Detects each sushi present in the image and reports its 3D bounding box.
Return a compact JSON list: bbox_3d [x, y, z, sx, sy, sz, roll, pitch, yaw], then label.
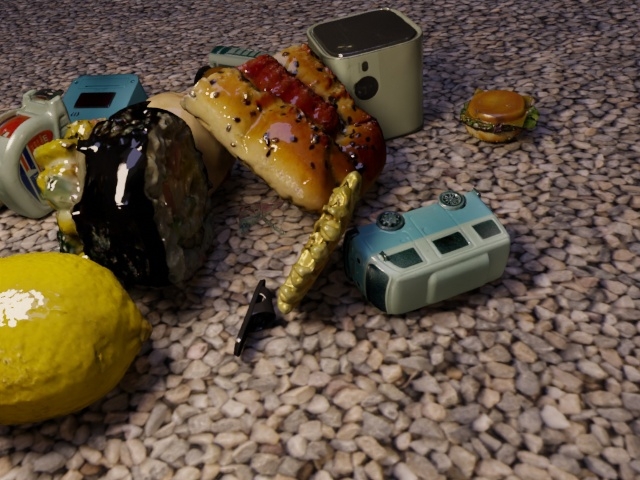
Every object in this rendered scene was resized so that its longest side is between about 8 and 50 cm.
[{"bbox_3d":[-0.374,-0.067,1.043,0.285,0.328,0.329,-3,35,6],"label":"sushi"}]

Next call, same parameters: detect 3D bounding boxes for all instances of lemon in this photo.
[{"bbox_3d":[-0.433,0.146,0.880,0.321,0.268,0.268,-15,41,-15],"label":"lemon"}]

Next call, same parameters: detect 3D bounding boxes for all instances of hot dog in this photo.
[{"bbox_3d":[-0.036,-0.224,1.185,0.365,0.196,0.367,50,46,2],"label":"hot dog"}]

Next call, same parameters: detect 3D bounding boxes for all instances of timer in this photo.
[{"bbox_3d":[-0.664,-0.386,1.691,0.231,0.091,0.250,3,54,12],"label":"timer"}]

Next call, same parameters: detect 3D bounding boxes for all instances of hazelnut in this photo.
[{"bbox_3d":[-0.318,-0.208,1.270,0.241,0.261,0.261,8,43,7],"label":"hazelnut"}]

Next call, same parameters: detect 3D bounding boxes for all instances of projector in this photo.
[{"bbox_3d":[0.117,-0.415,1.434,0.248,0.249,0.248,-17,42,-7],"label":"projector"}]

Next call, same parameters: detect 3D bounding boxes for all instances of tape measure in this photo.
[{"bbox_3d":[-0.673,-0.197,1.321,0.125,0.243,0.246,17,47,22],"label":"tape measure"}]

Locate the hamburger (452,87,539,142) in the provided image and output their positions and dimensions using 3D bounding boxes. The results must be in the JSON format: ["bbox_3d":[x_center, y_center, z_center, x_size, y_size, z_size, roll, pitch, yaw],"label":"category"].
[{"bbox_3d":[0.427,-0.297,1.361,0.189,0.093,0.164,22,51,32],"label":"hamburger"}]

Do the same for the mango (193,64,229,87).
[{"bbox_3d":[-0.221,-0.381,1.526,0.201,0.153,0.287,-25,43,-13],"label":"mango"}]

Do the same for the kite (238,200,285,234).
[{"bbox_3d":[-0.125,-0.051,1.244,0.152,0.005,0.137,26,52,32],"label":"kite"}]

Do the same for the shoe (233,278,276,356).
[{"bbox_3d":[-0.106,0.140,0.984,0.053,0.062,0.159,15,44,7],"label":"shoe"}]

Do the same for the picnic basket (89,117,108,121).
[{"bbox_3d":[-0.635,-0.257,1.512,0.164,0.079,0.115,-12,42,-3],"label":"picnic basket"}]

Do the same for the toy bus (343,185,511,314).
[{"bbox_3d":[0.191,0.028,1.003,0.271,0.133,0.165,-18,47,-14],"label":"toy bus"}]

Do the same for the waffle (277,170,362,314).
[{"bbox_3d":[0.002,0.001,0.996,0.056,0.250,0.261,28,42,-2],"label":"waffle"}]

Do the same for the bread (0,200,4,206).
[{"bbox_3d":[-0.841,-0.175,1.387,0.192,0.171,0.314,-20,43,-7],"label":"bread"}]

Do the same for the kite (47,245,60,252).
[{"bbox_3d":[-0.474,-0.027,1.270,0.169,0.015,0.310,14,46,25],"label":"kite"}]

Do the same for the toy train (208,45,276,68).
[{"bbox_3d":[-0.162,-0.536,1.743,0.407,0.088,0.086,17,47,26],"label":"toy train"}]
